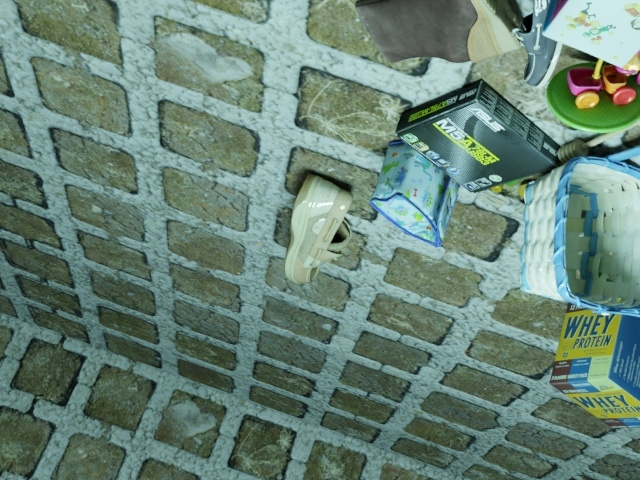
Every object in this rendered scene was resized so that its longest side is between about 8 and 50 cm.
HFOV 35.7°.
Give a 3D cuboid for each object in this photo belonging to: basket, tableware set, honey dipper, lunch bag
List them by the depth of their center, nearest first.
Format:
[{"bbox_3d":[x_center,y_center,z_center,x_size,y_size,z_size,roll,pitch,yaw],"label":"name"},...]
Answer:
[{"bbox_3d":[0.417,-0.150,1.460,0.030,0.030,0.161,32,150,-22],"label":"honey dipper"},{"bbox_3d":[0.434,-0.013,1.472,0.201,0.254,0.289,8,175,-22],"label":"basket"},{"bbox_3d":[0.171,-0.079,1.661,0.096,0.128,0.151,-7,143,45],"label":"lunch bag"},{"bbox_3d":[0.353,-0.070,1.674,0.154,0.024,0.104,27,151,-11],"label":"tableware set"}]

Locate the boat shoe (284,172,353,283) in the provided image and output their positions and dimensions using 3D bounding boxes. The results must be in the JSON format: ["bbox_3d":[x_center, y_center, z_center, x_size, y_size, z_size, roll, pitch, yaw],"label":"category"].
[{"bbox_3d":[0.000,0.000,1.948,0.110,0.121,0.341,18,153,6],"label":"boat shoe"}]

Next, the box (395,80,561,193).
[{"bbox_3d":[0.245,-0.156,1.554,0.191,0.045,0.184,34,153,-28],"label":"box"}]

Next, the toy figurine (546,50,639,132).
[{"bbox_3d":[0.379,-0.237,1.245,0.173,0.130,0.159,-4,142,1],"label":"toy figurine"}]

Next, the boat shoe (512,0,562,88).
[{"bbox_3d":[0.277,-0.277,1.254,0.065,0.075,0.206,9,146,2],"label":"boat shoe"}]

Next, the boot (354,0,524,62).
[{"bbox_3d":[0.132,-0.309,1.278,0.207,0.090,0.248,1,152,31],"label":"boot"}]

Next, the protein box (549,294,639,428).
[{"bbox_3d":[0.568,0.224,1.885,0.201,0.199,0.136,35,151,-27],"label":"protein box"}]

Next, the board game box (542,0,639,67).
[{"bbox_3d":[0.331,-0.340,0.922,0.098,0.224,0.303,21,154,-3],"label":"board game box"}]
